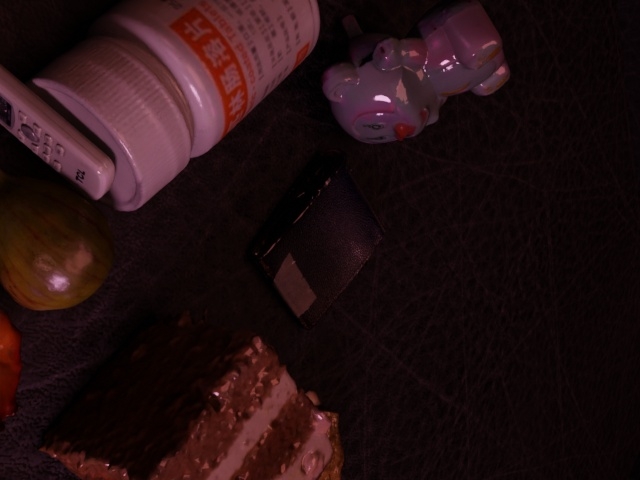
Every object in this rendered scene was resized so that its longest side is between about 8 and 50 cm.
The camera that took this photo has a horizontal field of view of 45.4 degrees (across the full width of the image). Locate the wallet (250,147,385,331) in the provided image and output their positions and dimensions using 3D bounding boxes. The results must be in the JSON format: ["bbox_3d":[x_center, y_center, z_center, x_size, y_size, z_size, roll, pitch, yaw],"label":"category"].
[{"bbox_3d":[0.000,0.000,1.358,0.262,0.071,0.221,-55,138,-24],"label":"wallet"}]

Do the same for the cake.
[{"bbox_3d":[-0.169,0.285,1.054,0.282,0.255,0.290,-50,127,-30],"label":"cake"}]

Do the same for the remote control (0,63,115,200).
[{"bbox_3d":[-0.314,-0.122,0.867,0.190,0.087,0.029,41,61,-5],"label":"remote control"}]

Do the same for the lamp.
[{"bbox_3d":[0.145,-0.308,1.316,0.247,0.301,0.247,65,13,17],"label":"lamp"}]

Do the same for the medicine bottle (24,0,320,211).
[{"bbox_3d":[-0.179,-0.226,0.984,0.371,0.211,0.211,-51,131,-32],"label":"medicine bottle"}]

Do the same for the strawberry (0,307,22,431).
[{"bbox_3d":[-0.462,0.116,0.772,0.336,0.149,0.265,43,43,-57],"label":"strawberry"}]

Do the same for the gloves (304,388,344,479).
[{"bbox_3d":[-0.049,0.429,1.299,0.203,0.155,0.357,16,81,-54],"label":"gloves"}]

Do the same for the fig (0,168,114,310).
[{"bbox_3d":[-0.360,-0.031,0.890,0.259,0.151,0.151,44,61,-16],"label":"fig"}]
